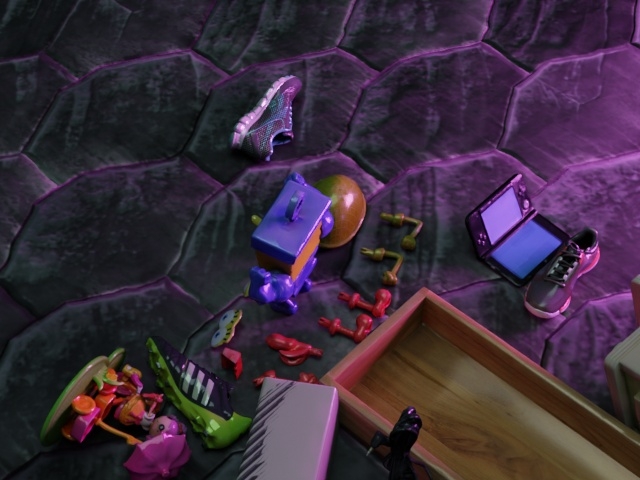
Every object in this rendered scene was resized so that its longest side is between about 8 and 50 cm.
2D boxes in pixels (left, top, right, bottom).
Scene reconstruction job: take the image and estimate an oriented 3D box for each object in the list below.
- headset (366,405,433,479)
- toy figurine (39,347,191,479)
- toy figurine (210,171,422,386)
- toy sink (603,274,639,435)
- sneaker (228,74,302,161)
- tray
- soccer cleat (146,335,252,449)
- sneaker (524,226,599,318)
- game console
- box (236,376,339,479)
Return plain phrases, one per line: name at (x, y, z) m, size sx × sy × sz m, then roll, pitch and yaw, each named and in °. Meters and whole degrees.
headset at (0.156, 0.366, 1.260) m, size 0.243 × 0.185 × 0.394 m, roll -12°, pitch 45°, yaw -18°
toy figurine at (-0.226, 0.226, 1.489) m, size 0.159 × 0.130 × 0.173 m, roll 32°, pitch 32°, yaw 8°
toy figurine at (0.000, 0.000, 1.581) m, size 0.191 × 0.217 × 0.362 m, roll 22°, pitch 55°, yaw 17°
toy sink at (0.426, 0.173, 1.442) m, size 0.131 × 0.153 × 0.234 m, roll -37°, pitch 44°, yaw -16°
sneaker at (-0.067, -0.179, 1.838) m, size 0.076 × 0.065 × 0.166 m, roll 34°, pitch 61°, yaw 6°
tray at (0.217, 0.243, 1.470) m, size 0.411 × 0.076 × 0.203 m, roll 35°, pitch 57°, yaw 26°
soccer cleat at (-0.156, 0.186, 1.539) m, size 0.072 × 0.060 × 0.179 m, roll -25°, pitch 61°, yaw -30°
sneaker at (0.325, 0.036, 1.644) m, size 0.061 × 0.065 × 0.158 m, roll 27°, pitch 56°, yaw 21°
game console at (0.274, -0.016, 1.687) m, size 0.122 × 0.107 × 0.071 m, roll -39°, pitch 32°, yaw -27°
box at (-0.048, 0.303, 1.404) m, size 0.094 × 0.113 × 0.275 m, roll 7°, pitch 50°, yaw 8°
